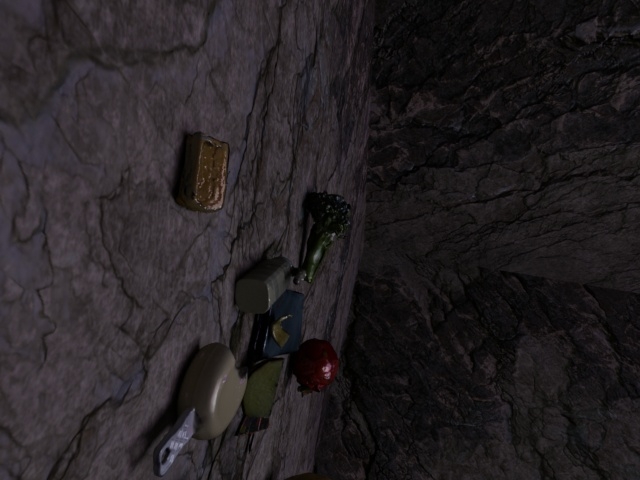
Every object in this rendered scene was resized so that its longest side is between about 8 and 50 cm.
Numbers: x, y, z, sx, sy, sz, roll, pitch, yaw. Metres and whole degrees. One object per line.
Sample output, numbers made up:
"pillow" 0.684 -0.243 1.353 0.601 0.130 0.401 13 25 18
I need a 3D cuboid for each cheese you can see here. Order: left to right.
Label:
"cheese" -0.194 0.284 0.739 0.249 0.070 0.163 -69 163 -51
"cheese" -0.095 0.203 1.074 0.060 0.041 0.084 -45 147 -60

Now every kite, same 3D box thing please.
"kite" -0.166 0.453 1.225 0.321 0.016 0.234 73 27 -70

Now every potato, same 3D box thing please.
"potato" -0.146 0.321 1.067 0.120 0.081 0.149 -145 -112 -73

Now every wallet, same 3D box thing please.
"wallet" -0.107 0.224 1.237 0.379 0.046 0.191 46 51 -75

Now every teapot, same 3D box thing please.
"teapot" -0.099 0.088 0.981 0.200 0.107 0.077 -47 136 -73

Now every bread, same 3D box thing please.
"bread" -0.162 -0.091 0.631 0.072 0.053 0.106 13 84 -57

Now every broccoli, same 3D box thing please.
"broccoli" -0.005 -0.003 1.424 0.165 0.145 0.304 -81 -172 -73

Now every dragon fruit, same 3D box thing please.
"dragon fruit" -0.021 0.431 1.581 0.210 0.172 0.172 -84 176 -48

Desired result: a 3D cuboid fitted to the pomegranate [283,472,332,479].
"pomegranate" -0.057 0.937 1.461 0.332 0.332 0.333 10 90 -80
